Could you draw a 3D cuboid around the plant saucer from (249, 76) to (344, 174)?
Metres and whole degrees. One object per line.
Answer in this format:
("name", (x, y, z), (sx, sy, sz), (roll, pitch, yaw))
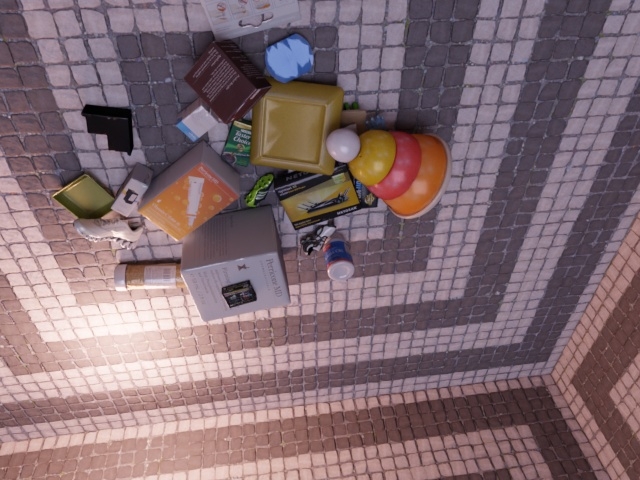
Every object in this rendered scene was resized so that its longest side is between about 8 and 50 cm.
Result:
("plant saucer", (-0.098, -0.407, 1.767), (0.332, 0.081, 0.333), (8, 115, 2))

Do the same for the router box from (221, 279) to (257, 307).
("router box", (-0.330, 0.219, 1.958), (0.122, 0.038, 0.092), (-16, 132, 2))

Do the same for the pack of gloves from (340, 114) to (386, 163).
("pack of gloves", (0.180, -0.382, 1.900), (0.195, 0.046, 0.232), (-25, 149, 2))

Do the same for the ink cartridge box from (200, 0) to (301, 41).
("ink cartridge box", (-0.244, -0.838, 1.488), (0.308, 0.091, 0.385), (-14, 148, 2))

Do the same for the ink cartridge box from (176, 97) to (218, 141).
("ink cartridge box", (-0.440, -0.450, 1.756), (0.143, 0.092, 0.090), (-31, 129, 17))

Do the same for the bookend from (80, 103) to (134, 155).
("bookend", (-0.770, -0.400, 1.754), (0.156, 0.072, 0.157), (3, 131, -12))

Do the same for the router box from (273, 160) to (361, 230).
("router box", (-0.009, -0.193, 2.003), (0.308, 0.081, 0.243), (-18, 131, 9))

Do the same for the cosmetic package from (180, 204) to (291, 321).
("cosmetic package", (-0.361, 0.096, 2.089), (0.393, 0.328, 0.330), (-11, 131, -2))

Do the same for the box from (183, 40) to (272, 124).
("box", (-0.307, -0.530, 1.613), (0.168, 0.167, 0.203), (-39, 98, 23))

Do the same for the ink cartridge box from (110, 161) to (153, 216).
("ink cartridge box", (-0.740, -0.203, 1.894), (0.072, 0.127, 0.175), (30, 119, -28))

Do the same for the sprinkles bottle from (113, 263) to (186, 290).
("sprinkles bottle", (-0.753, 0.167, 2.215), (0.355, 0.121, 0.121), (-1, 131, -9))

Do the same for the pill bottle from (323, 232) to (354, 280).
("pill bottle", (0.078, 0.068, 2.214), (0.124, 0.222, 0.124), (-6, 131, -6))

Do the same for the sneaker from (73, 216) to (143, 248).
("sneaker", (-0.870, -0.054, 1.988), (0.118, 0.110, 0.292), (-47, 149, 17))

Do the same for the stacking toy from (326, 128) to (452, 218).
("stacking toy", (0.219, -0.304, 1.803), (0.479, 0.351, 0.351), (17, 126, -31))

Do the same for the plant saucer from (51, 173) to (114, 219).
("plant saucer", (-0.937, -0.172, 1.939), (0.188, 0.045, 0.188), (-27, 130, 13))

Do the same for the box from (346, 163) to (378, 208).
("box", (0.165, -0.236, 2.079), (0.175, 0.051, 0.220), (-5, 131, -5))

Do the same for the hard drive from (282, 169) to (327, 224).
("hard drive", (-0.050, -0.201, 2.078), (0.202, 0.040, 0.308), (1, 130, -11))

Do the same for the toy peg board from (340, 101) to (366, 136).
("toy peg board", (0.084, -0.459, 1.868), (0.161, 0.079, 0.161), (-5, 147, -6))

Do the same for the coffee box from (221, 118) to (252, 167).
("coffee box", (-0.309, -0.382, 1.873), (0.113, 0.040, 0.184), (15, 126, -22))

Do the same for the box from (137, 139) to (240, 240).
("box", (-0.518, -0.192, 1.915), (0.345, 0.168, 0.215), (-33, 128, 17))

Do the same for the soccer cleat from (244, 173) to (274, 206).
("soccer cleat", (-0.247, -0.211, 2.030), (0.179, 0.060, 0.072), (-44, 147, 22))

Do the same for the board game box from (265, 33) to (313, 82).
("board game box", (-0.109, -0.637, 1.686), (0.168, 0.033, 0.133), (-24, 122, 6))

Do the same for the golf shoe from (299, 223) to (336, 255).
("golf shoe", (0.000, 0.000, 2.215), (0.198, 0.094, 0.077), (-34, 146, 23))
